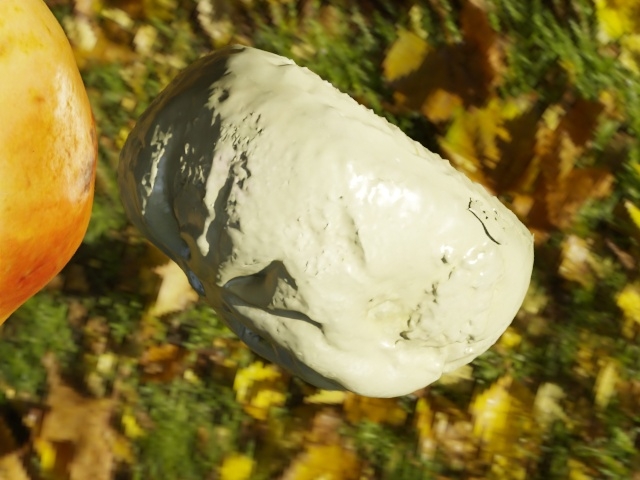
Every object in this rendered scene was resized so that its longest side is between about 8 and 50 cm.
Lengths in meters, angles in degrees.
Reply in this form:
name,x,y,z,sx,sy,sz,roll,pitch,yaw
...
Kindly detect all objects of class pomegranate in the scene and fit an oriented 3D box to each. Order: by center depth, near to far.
name,x,y,z,sx,sy,sz,roll,pitch,yaw
pomegranate,-0.209,-0.039,0.774,0.209,0.209,0.209,-8,74,30

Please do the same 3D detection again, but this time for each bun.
name,x,y,z,sx,sy,sz,roll,pitch,yaw
bun,0.000,0.000,1.311,0.359,0.359,0.211,34,89,33

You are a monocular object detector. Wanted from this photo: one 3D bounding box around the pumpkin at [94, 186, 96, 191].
name,x,y,z,sx,sy,sz,roll,pitch,yaw
pumpkin,-0.251,-0.048,1.581,0.083,0.050,0.028,-29,79,53
